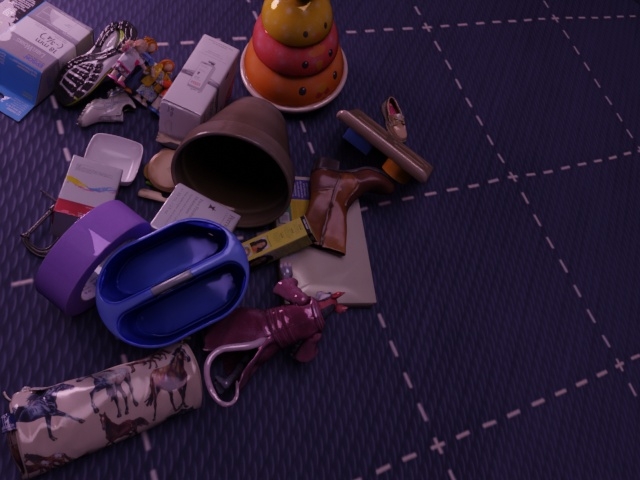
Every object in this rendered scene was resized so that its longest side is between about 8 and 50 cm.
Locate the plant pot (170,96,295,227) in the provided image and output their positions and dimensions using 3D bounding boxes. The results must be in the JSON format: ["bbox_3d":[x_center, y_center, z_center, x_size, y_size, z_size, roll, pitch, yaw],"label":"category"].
[{"bbox_3d":[-0.214,-0.243,1.595,0.323,0.323,0.280,19,46,-9],"label":"plant pot"}]

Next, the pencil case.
[{"bbox_3d":[-0.460,0.349,1.262,0.410,0.160,0.183,-17,90,-26],"label":"pencil case"}]

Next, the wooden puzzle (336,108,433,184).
[{"bbox_3d":[0.197,-0.283,1.791,0.322,0.080,0.348,39,17,2],"label":"wooden puzzle"}]

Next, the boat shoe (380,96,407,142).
[{"bbox_3d":[0.255,-0.415,1.976,0.063,0.059,0.170,-12,68,-24],"label":"boat shoe"}]

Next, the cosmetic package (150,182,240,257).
[{"bbox_3d":[-0.331,-0.018,1.505,0.183,0.151,0.151,28,59,-5],"label":"cosmetic package"}]

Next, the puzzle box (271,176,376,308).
[{"bbox_3d":[0.000,0.000,1.674,0.272,0.052,0.409,2,63,-19],"label":"puzzle box"}]

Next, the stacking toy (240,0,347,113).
[{"bbox_3d":[-0.076,-0.636,1.704,0.350,0.480,0.350,1,69,-3],"label":"stacking toy"}]

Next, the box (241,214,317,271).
[{"bbox_3d":[-0.129,0.015,1.542,0.232,0.087,0.058,-25,71,3],"label":"box"}]

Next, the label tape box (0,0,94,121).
[{"bbox_3d":[-0.835,-0.525,1.616,0.240,0.106,0.334,30,58,-2],"label":"label tape box"}]

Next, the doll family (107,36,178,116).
[{"bbox_3d":[-0.501,-0.487,1.656,0.118,0.263,0.163,34,87,32],"label":"doll family"}]

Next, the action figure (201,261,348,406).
[{"bbox_3d":[-0.109,0.200,1.392,0.370,0.276,0.248,-24,91,0],"label":"action figure"}]

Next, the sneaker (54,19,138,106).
[{"bbox_3d":[-0.625,-0.485,1.657,0.300,0.121,0.111,-44,80,-7],"label":"sneaker"}]

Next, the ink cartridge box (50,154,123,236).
[{"bbox_3d":[-0.587,-0.099,1.459,0.127,0.128,0.176,16,56,-19],"label":"ink cartridge box"}]

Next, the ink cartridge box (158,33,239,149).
[{"bbox_3d":[-0.350,-0.413,1.671,0.117,0.207,0.283,23,59,-5],"label":"ink cartridge box"}]

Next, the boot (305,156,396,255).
[{"bbox_3d":[0.082,-0.090,1.665,0.264,0.096,0.280,17,61,-15],"label":"boot"}]

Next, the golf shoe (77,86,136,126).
[{"bbox_3d":[-0.602,-0.364,1.641,0.086,0.069,0.176,44,59,-1],"label":"golf shoe"}]

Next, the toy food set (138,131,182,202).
[{"bbox_3d":[-0.423,-0.193,1.614,0.132,0.038,0.192,16,76,-7],"label":"toy food set"}]

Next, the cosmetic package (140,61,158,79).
[{"bbox_3d":[-0.557,-0.538,1.760,0.115,0.041,0.060,34,58,-1],"label":"cosmetic package"}]

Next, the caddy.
[{"bbox_3d":[-0.328,0.094,1.308,0.341,0.179,0.241,-27,91,-10],"label":"caddy"}]

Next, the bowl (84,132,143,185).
[{"bbox_3d":[-0.566,-0.213,1.581,0.142,0.053,0.142,14,60,-14],"label":"bowl"}]

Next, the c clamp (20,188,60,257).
[{"bbox_3d":[-0.693,-0.036,1.465,0.137,0.022,0.161,30,56,-9],"label":"c clamp"}]

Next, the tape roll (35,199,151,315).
[{"bbox_3d":[-0.517,0.040,1.335,0.090,0.275,0.275,37,58,2],"label":"tape roll"}]
